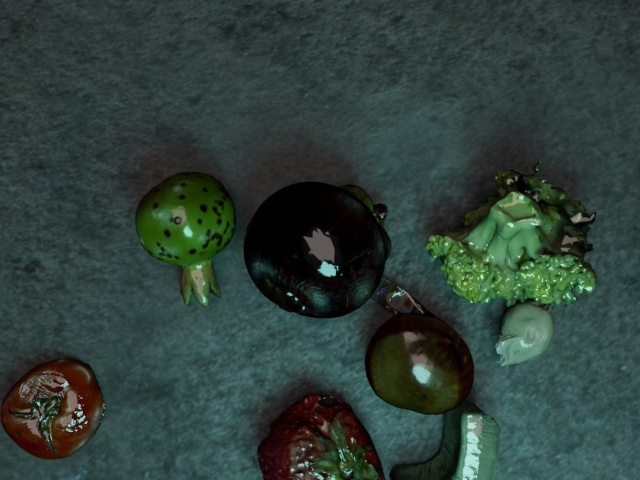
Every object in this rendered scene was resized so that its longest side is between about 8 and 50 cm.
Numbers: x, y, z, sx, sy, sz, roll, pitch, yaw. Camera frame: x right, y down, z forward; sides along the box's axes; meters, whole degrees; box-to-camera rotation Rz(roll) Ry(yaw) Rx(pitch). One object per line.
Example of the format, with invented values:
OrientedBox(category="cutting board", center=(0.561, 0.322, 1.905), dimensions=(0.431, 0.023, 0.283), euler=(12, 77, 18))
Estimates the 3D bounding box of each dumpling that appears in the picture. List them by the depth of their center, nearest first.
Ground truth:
OrientedBox(category="dumpling", center=(0.453, 0.210, 1.107), dimensions=(0.199, 0.136, 0.118), euler=(-27, 44, -23))

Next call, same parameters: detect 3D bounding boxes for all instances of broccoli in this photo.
OrientedBox(category="broccoli", center=(0.400, -0.021, 1.056), dimensions=(0.347, 0.281, 0.294), euler=(1, 71, 12))

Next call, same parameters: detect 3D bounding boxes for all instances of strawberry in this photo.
OrientedBox(category="strawberry", center=(-0.010, 0.468, 1.042), dimensions=(0.274, 0.220, 0.274), euler=(20, 50, -26))

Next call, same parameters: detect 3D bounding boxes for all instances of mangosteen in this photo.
OrientedBox(category="mangosteen", center=(-0.006, 0.010, 1.066), dimensions=(0.329, 0.330, 0.331), euler=(0, 81, 2))

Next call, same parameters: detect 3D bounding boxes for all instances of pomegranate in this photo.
OrientedBox(category="pomegranate", center=(-0.288, -0.017, 1.145), dimensions=(0.230, 0.231, 0.286), euler=(-18, 122, -1))

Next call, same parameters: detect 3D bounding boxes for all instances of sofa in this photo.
OrientedBox(category="sofa", center=(0.252, 0.441, 1.033), dimensions=(0.175, 0.210, 0.226), euler=(10, 85, 5))

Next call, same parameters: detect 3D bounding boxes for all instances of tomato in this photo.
OrientedBox(category="tomato", center=(-0.616, 0.379, 1.126), dimensions=(0.227, 0.101, 0.228), euler=(0, 79, 0))

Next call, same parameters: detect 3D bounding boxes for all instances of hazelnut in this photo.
OrientedBox(category="hazelnut", center=(0.216, 0.257, 1.063), dimensions=(0.229, 0.229, 0.230), euler=(0, 81, 2))

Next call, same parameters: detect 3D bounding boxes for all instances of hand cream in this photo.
OrientedBox(category="hand cream", center=(0.191, 0.147, 1.165), dimensions=(0.163, 0.039, 0.062), euler=(31, 99, 9))
